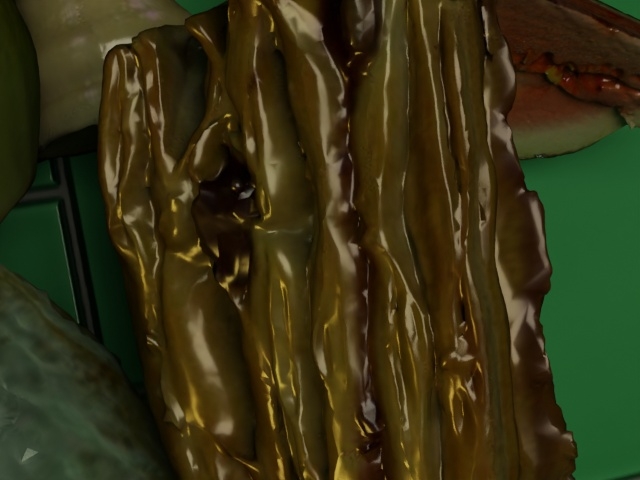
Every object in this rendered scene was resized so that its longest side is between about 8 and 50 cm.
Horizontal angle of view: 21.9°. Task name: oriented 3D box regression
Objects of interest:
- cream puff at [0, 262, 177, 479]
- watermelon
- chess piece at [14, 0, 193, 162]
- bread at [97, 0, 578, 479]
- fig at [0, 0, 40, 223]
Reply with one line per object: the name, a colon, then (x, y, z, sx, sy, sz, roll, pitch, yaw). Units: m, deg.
cream puff: (-0.237, 0.185, 0.788, 0.378, 0.275, 0.378, 29, 39, -27)
watermelon: (0.083, -0.115, 1.030, 0.303, 0.159, 0.128, 15, 106, -23)
chess piece: (-0.174, -0.249, 0.946, 0.117, 0.117, 0.397, -19, 89, -24)
bread: (0.000, 0.000, 0.851, 0.191, 0.370, 0.314, -9, 95, 0)
fig: (-0.244, -0.103, 0.848, 0.230, 0.207, 0.207, 21, 74, -41)
